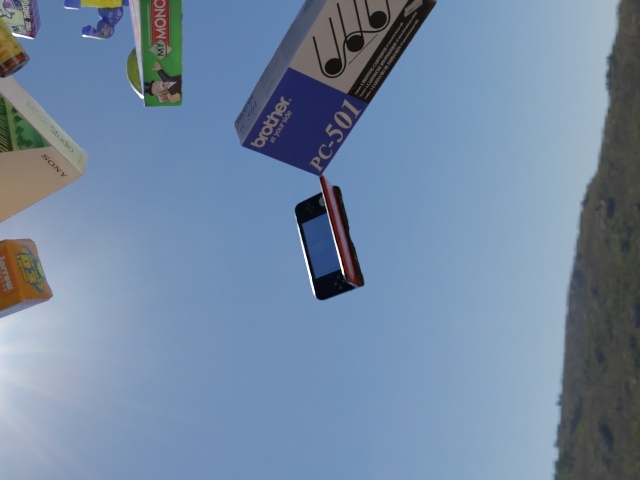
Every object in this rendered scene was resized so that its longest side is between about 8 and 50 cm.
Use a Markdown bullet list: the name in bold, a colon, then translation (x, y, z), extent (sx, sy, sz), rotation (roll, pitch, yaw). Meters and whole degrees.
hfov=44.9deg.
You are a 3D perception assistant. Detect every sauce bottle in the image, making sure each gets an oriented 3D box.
- **sauce bottle**: translation (-0.371, -0.240, 0.841), extent (0.128, 0.042, 0.042), rotation (54, -146, -13)

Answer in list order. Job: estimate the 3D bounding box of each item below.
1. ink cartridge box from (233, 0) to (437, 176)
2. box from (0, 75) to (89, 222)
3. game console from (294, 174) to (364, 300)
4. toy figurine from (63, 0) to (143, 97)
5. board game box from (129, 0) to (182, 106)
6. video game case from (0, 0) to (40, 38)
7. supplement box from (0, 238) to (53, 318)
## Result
- **ink cartridge box**: translation (0.010, -0.166, 0.737), extent (0.097, 0.207, 0.046), rotation (19, -149, -31)
- **box**: translation (-0.503, -0.105, 1.004), extent (0.232, 0.322, 0.058), rotation (52, -162, -37)
- **game console**: translation (0.000, 0.000, 1.027), extent (0.085, 0.124, 0.144), rotation (0, -108, -48)
- **toy figurine**: translation (-0.361, -0.429, 1.321), extent (0.191, 0.217, 0.363), rotation (-108, 27, -51)
- **board game box**: translation (-0.200, -0.336, 0.892), extent (0.214, 0.046, 0.317), rotation (102, 157, -46)
- **video game case**: translation (-0.543, -0.418, 1.169), extent (0.232, 0.210, 0.042), rotation (115, 164, -59)
- **supplement box**: translation (-0.430, 0.071, 0.869), extent (0.080, 0.233, 0.078), rotation (57, -169, -86)
